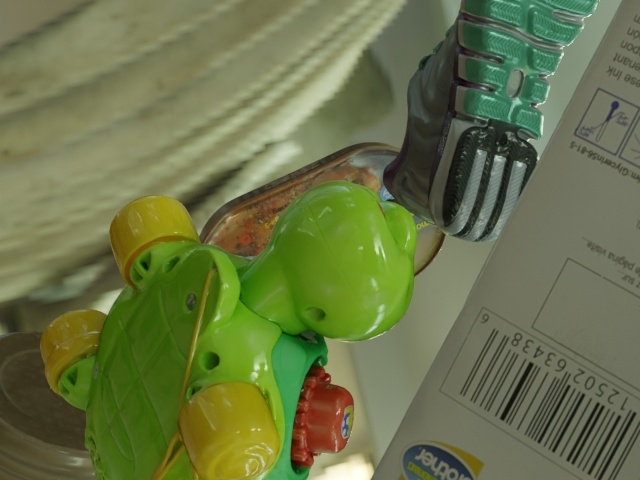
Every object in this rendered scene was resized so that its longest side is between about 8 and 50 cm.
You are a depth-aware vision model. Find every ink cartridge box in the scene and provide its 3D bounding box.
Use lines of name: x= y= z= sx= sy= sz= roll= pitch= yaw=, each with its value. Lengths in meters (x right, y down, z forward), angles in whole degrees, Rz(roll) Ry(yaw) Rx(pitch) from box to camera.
ink cartridge box: x=0.177 y=0.110 z=0.818 sx=0.270 sy=0.395 sz=0.151 roll=31 pitch=6 yaw=35

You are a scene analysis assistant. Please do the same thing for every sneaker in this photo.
sneaker: x=0.088 y=-0.114 z=1.099 sx=0.098 sy=0.083 sz=0.223 roll=18 pitch=-92 yaw=55

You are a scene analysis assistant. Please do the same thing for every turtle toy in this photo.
turtle toy: x=-0.023 y=0.034 z=0.546 sx=0.130 sy=0.066 sz=0.095 roll=-54 pitch=-137 yaw=33

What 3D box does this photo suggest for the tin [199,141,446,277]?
tin: x=0.000 y=0.000 z=1.403 sx=0.040 sy=0.190 sz=0.106 roll=-138 pitch=-156 yaw=-77

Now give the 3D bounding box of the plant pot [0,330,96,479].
plant pot: x=-0.167 y=0.131 z=1.159 sx=0.237 sy=0.237 sz=0.109 roll=-117 pitch=-138 yaw=-52
